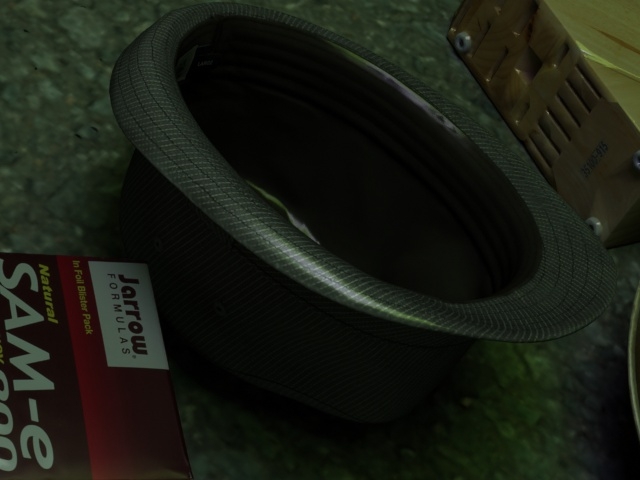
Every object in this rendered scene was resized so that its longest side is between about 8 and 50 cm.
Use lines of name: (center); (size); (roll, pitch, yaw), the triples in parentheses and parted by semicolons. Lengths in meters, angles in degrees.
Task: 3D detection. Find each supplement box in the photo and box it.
supplement box: (-0.189, 0.072, 0.754); (0.239, 0.073, 0.130); (3, 51, -26)

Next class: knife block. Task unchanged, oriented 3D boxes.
knife block: (0.249, -0.090, 1.102); (0.242, 0.088, 0.276); (-13, 59, -35)

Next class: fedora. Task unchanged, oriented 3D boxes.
fedora: (0.000, 0.000, 0.858); (0.275, 0.124, 0.243); (38, 31, 13)

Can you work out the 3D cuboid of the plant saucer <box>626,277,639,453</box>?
plant saucer: (0.301, 0.103, 0.950); (0.310, 0.050, 0.311); (9, 65, -19)
